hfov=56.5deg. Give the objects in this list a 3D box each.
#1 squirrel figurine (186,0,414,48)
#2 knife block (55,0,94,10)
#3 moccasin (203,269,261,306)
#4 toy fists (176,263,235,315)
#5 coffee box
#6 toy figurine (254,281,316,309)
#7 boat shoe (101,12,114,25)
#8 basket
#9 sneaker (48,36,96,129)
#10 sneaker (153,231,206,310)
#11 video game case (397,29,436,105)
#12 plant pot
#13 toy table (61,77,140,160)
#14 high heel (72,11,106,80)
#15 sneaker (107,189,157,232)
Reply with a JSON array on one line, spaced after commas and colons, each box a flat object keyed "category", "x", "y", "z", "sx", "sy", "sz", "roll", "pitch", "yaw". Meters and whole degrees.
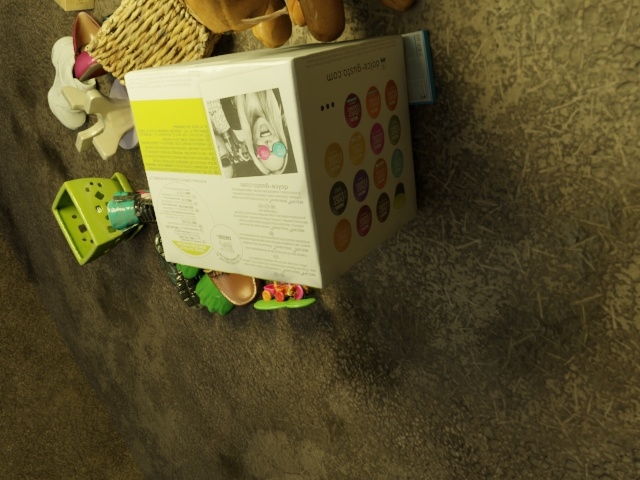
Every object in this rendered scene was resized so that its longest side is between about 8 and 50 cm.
[{"category": "squirrel figurine", "x": -0.075, "y": -0.489, "z": 0.886, "sx": 0.281, "sy": 0.370, "sz": 0.396, "roll": 21, "pitch": 124, "yaw": 40}, {"category": "knife block", "x": -0.693, "y": -0.774, "z": 1.634, "sx": 0.276, "sy": 0.088, "sz": 0.242, "roll": 43, "pitch": 135, "yaw": 24}, {"category": "moccasin", "x": -0.264, "y": -0.007, "z": 1.526, "sx": 0.147, "sy": 0.139, "sz": 0.380, "roll": 65, "pitch": -175, "yaw": -87}, {"category": "toy fists", "x": -0.320, "y": 0.083, "z": 1.685, "sx": 0.279, "sy": 0.096, "sz": 0.142, "roll": 51, "pitch": 126, "yaw": 17}, {"category": "coffee box", "x": -0.064, "y": -0.150, "z": 1.018, "sx": 0.338, "sy": 0.338, "sz": 0.334, "roll": 6, "pitch": 114, "yaw": 33}, {"category": "toy figurine", "x": -0.093, "y": 0.073, "z": 1.420, "sx": 0.173, "sy": 0.130, "sz": 0.159, "roll": -1, "pitch": 100, "yaw": 47}, {"category": "boat shoe", "x": -0.479, "y": -0.491, "z": 1.549, "sx": 0.258, "sy": 0.089, "sz": 0.109, "roll": 45, "pitch": 137, "yaw": 21}, {"category": "basket", "x": -0.344, "y": -0.493, "z": 1.360, "sx": 0.213, "sy": 0.223, "sz": 0.299, "roll": 40, "pitch": 135, "yaw": -25}, {"category": "sneaker", "x": -0.772, "y": -0.468, "z": 1.863, "sx": 0.152, "sy": 0.114, "sz": 0.305, "roll": 41, "pitch": 136, "yaw": 27}, {"category": "sneaker", "x": -0.415, "y": 0.088, "z": 1.811, "sx": 0.267, "sy": 0.101, "sz": 0.106, "roll": 64, "pitch": 163, "yaw": -2}, {"category": "video game case", "x": 0.125, "y": -0.297, "z": 1.052, "sx": 0.166, "sy": 0.015, "sz": 0.119, "roll": 7, "pitch": 116, "yaw": 45}, {"category": "plant pot", "x": -0.707, "y": -0.079, "z": 1.929, "sx": 0.228, "sy": 0.207, "sz": 0.227, "roll": -30, "pitch": 88, "yaw": 50}, {"category": "toy table", "x": -0.609, "y": -0.357, "z": 1.711, "sx": 0.252, "sy": 0.161, "sz": 0.274, "roll": 48, "pitch": 139, "yaw": 19}, {"category": "high heel", "x": -0.614, "y": -0.522, "z": 1.567, "sx": 0.377, "sy": 0.127, "sz": 0.181, "roll": 32, "pitch": 145, "yaw": 65}, {"category": "sneaker", "x": -0.497, "y": -0.081, "z": 1.664, "sx": 0.295, "sy": 0.179, "sz": 0.123, "roll": 23, "pitch": 124, "yaw": 60}]
